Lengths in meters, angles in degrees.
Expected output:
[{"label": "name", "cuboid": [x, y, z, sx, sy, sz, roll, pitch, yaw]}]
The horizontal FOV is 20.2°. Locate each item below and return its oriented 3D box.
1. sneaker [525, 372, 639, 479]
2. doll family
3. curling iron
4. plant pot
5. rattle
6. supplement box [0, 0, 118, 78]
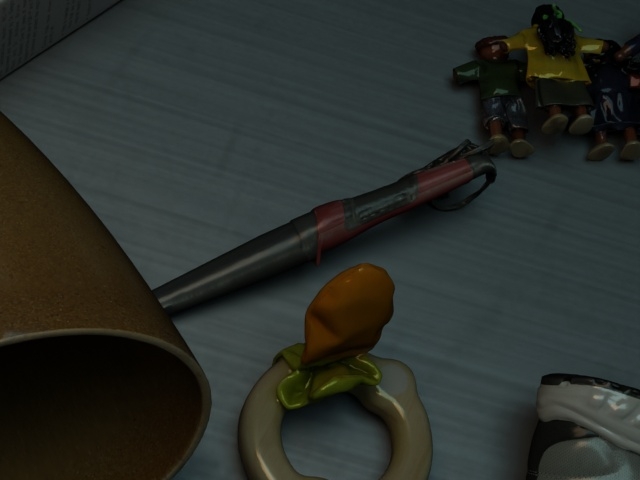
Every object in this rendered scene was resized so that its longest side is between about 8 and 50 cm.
[{"label": "sneaker", "cuboid": [0.255, 0.166, 1.148, 0.271, 0.100, 0.108, 17, 87, -8]}, {"label": "doll family", "cuboid": [0.194, -0.122, 1.273, 0.193, 0.076, 0.111, 4, 60, -16]}, {"label": "curling iron", "cuboid": [0.000, 0.000, 1.182, 0.274, 0.068, 0.035, -25, 74, -16]}, {"label": "plant pot", "cuboid": [-0.217, 0.028, 1.039, 0.237, 0.237, 0.254, -14, 56, -18]}, {"label": "rattle", "cuboid": [0.021, 0.139, 1.077, 0.130, 0.143, 0.200, 24, 55, -21]}, {"label": "supplement box", "cuboid": [-0.211, -0.192, 1.190, 0.220, 0.114, 0.111, -39, 79, -23]}]
